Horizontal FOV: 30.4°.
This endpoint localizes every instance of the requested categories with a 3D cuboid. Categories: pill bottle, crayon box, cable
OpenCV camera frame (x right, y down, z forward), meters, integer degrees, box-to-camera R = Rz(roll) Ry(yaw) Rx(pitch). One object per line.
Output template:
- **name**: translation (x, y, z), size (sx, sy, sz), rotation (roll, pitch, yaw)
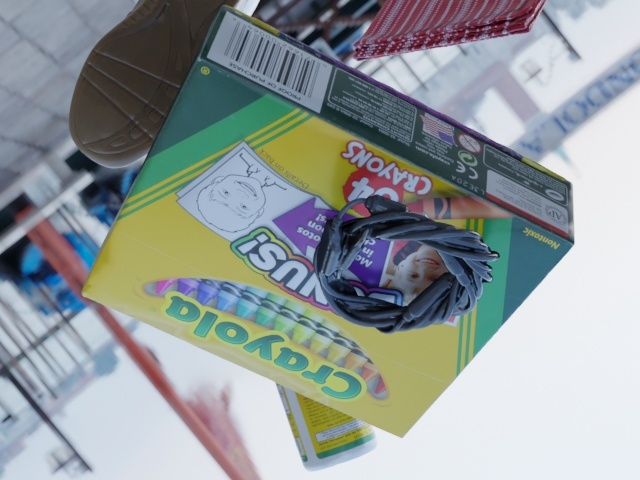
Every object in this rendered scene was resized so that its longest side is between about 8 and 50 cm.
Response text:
- **pill bottle**: translation (-0.001, 0.224, 1.740), size (0.117, 0.208, 0.117), rotation (-19, 175, -2)
- **crayon box**: translation (0.000, 0.000, 1.113), size (0.313, 0.363, 0.106), rotation (-57, -167, 38)
- **cable**: translation (0.069, 0.025, 1.006), size (0.184, 0.150, 0.047), rotation (103, -6, -57)

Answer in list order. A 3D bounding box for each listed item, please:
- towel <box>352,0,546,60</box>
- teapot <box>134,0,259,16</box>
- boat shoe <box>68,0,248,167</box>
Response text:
- **towel**: translation (0.188, -0.320, 1.556), size (0.274, 0.031, 0.199), rotation (-4, -140, 38)
- **teapot**: translation (-0.146, -0.384, 1.561), size (0.187, 0.256, 0.252), rotation (-20, 153, 13)
- **boat shoe**: translation (-0.149, -0.227, 1.271), size (0.342, 0.123, 0.123), rotation (-57, 179, 22)
